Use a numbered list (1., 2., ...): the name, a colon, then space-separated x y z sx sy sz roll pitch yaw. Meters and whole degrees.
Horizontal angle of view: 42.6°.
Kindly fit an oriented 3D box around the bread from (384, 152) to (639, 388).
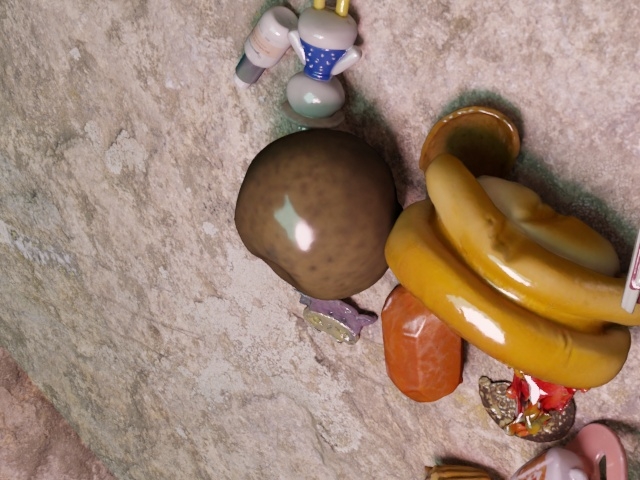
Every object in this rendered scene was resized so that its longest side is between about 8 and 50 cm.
1. bread: 0.321 0.050 1.335 0.424 0.329 0.245 33 99 12

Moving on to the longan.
1. longan: 0.001 -0.043 1.463 0.289 0.288 0.350 12 146 34

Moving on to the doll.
1. doll: 0.000 -0.302 1.435 0.138 0.119 0.293 17 125 10

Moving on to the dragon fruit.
1. dragon fruit: 0.394 0.264 1.471 0.133 0.207 0.150 32 177 40

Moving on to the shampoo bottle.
1. shampoo bottle: -0.109 -0.348 1.514 0.074 0.074 0.192 50 137 1

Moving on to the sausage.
1. sausage: 0.196 0.189 1.568 0.141 0.153 0.267 44 148 53

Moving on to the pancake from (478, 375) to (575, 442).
1. pancake: 0.394 0.316 1.591 0.190 0.020 0.184 37 136 13

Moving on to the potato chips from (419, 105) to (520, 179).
1. potato chips: 0.249 -0.147 1.371 0.150 0.049 0.201 29 134 10

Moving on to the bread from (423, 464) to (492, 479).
1. bread: 0.306 0.604 1.735 0.274 0.149 0.274 169 90 -85

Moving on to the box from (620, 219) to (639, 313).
1. box: 0.508 -0.032 1.074 0.168 0.294 0.193 11 126 21

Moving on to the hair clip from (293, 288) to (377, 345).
1. hair clip: 0.019 0.157 1.770 0.187 0.056 0.146 37 142 10

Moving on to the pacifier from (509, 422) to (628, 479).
1. pacifier: 0.468 0.478 1.508 0.332 0.273 0.220 -53 53 48
